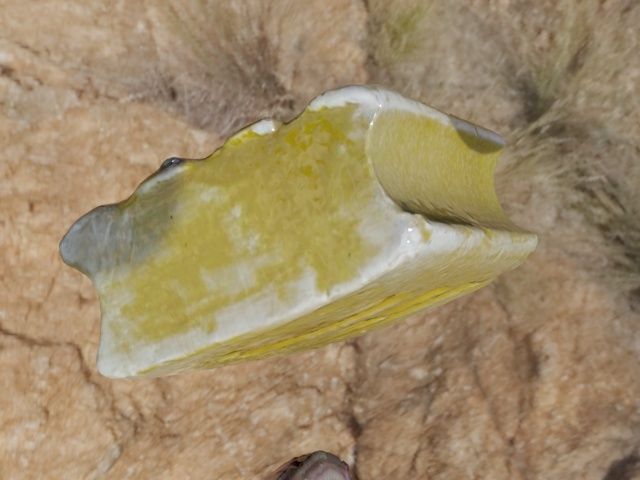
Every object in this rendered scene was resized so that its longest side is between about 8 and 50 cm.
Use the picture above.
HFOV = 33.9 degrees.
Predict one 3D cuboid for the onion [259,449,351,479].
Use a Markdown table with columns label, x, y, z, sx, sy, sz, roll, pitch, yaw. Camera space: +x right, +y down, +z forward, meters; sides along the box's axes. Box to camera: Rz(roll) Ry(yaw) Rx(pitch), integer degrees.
| label | x | y | z | sx | sy | sz | roll | pitch | yaw |
| --- | --- | --- | --- | --- | --- | --- | --- | --- | --- |
| onion | -0.037 | 0.302 | 0.823 | 0.111 | 0.247 | 0.250 | -9 | 88 | 20 |

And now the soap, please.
| label | x | y | z | sx | sy | sz | roll | pitch | yaw |
| --- | --- | --- | --- | --- | --- | --- | --- | --- | --- |
| soap | 0.000 | 0.000 | 0.882 | 0.335 | 0.293 | 0.156 | 6 | 66 | -66 |
